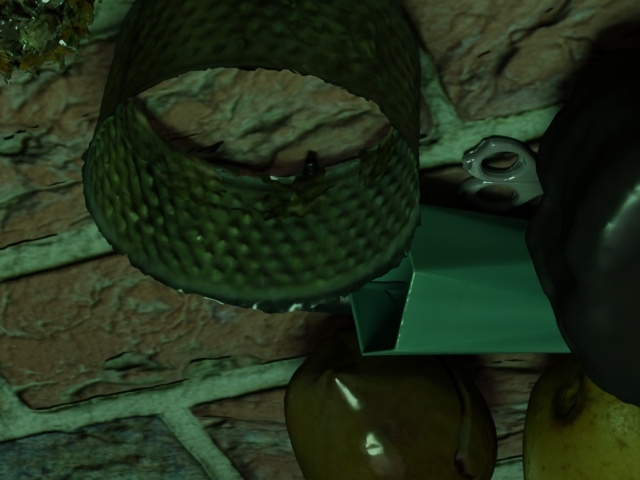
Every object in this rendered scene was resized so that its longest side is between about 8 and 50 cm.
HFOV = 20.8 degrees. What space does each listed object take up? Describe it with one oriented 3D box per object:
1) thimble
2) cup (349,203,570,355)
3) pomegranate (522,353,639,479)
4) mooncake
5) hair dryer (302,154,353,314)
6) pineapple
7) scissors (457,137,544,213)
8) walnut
[{"bbox_3d":[-0.048,-0.083,1.390,0.271,0.150,0.271,3,137,2],"label":"thimble"},{"bbox_3d":[0.156,0.043,1.567,0.235,0.134,0.148,5,175,-23],"label":"cup"},{"bbox_3d":[0.334,0.203,1.672,0.307,0.307,0.307,1,142,1],"label":"pomegranate"},{"bbox_3d":[0.350,-0.012,1.412,0.381,0.212,0.350,31,115,-27],"label":"mooncake"},{"bbox_3d":[0.015,-0.002,1.599,0.173,0.050,0.195,5,139,-9],"label":"hair dryer"},{"bbox_3d":[-0.217,-0.179,1.256,0.161,0.137,0.176,-20,138,-23],"label":"pineapple"},{"bbox_3d":[0.217,-0.055,1.546,0.189,0.015,0.100,0,144,-2],"label":"scissors"},{"bbox_3d":[0.069,0.190,1.706,0.203,0.203,0.298,-12,152,17],"label":"walnut"}]
